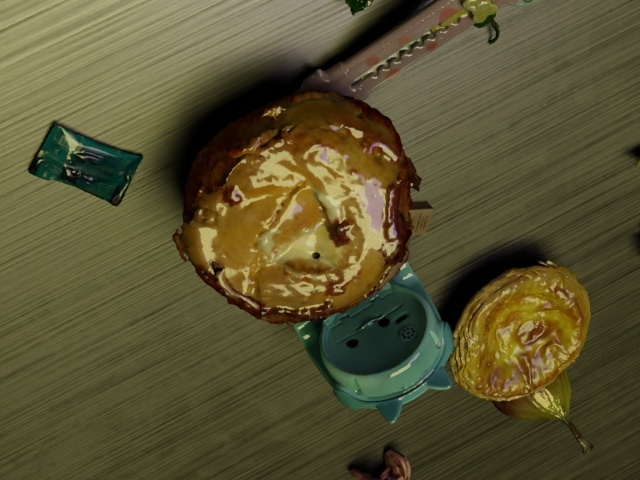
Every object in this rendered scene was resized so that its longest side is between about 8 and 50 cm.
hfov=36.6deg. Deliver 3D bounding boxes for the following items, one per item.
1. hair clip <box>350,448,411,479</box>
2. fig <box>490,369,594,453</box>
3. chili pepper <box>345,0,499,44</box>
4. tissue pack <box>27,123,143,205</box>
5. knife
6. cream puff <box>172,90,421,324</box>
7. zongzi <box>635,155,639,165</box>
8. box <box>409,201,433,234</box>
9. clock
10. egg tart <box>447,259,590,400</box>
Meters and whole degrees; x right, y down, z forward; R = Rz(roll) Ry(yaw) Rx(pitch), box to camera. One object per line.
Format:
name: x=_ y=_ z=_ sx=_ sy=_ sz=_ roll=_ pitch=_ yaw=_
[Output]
hair clip: x=0.133 y=0.502 z=1.961 sx=0.102 sy=0.123 sz=0.138 roll=-33 pitch=133 yaw=-29
fig: x=0.447 y=0.311 z=1.916 sx=0.231 sy=0.143 sz=0.160 roll=39 pitch=98 yaw=0
chili pepper: x=0.171 y=-0.340 z=1.339 sx=0.279 sy=0.065 sz=0.122 roll=9 pitch=134 yaw=-30
tissue pack: x=-0.313 y=-0.098 z=1.302 sx=0.138 sy=0.028 sz=0.085 roll=18 pitch=115 yaw=-40
knife: x=0.144 y=-0.280 z=1.321 sx=0.398 sy=0.038 sz=0.132 roll=-30 pitch=138 yaw=19
cream puff: x=-0.026 y=-0.047 z=1.352 sx=0.350 sy=0.229 sz=0.350 roll=-2 pitch=109 yaw=-6
zongzi: x=0.590 y=-0.132 z=1.726 sx=0.083 sy=0.040 sz=0.076 roll=-45 pitch=136 yaw=-23
box: x=0.140 y=-0.034 z=1.591 sx=0.083 sy=0.024 sz=0.053 roll=-2 pitch=126 yaw=-25
clock: x=0.098 y=0.160 z=1.553 sx=0.223 sy=0.274 sz=0.094 roll=-32 pitch=133 yaw=-4
egg tart: x=0.357 y=0.159 z=1.786 sx=0.295 sy=0.116 sz=0.295 roll=-7 pitch=117 yaw=-14
